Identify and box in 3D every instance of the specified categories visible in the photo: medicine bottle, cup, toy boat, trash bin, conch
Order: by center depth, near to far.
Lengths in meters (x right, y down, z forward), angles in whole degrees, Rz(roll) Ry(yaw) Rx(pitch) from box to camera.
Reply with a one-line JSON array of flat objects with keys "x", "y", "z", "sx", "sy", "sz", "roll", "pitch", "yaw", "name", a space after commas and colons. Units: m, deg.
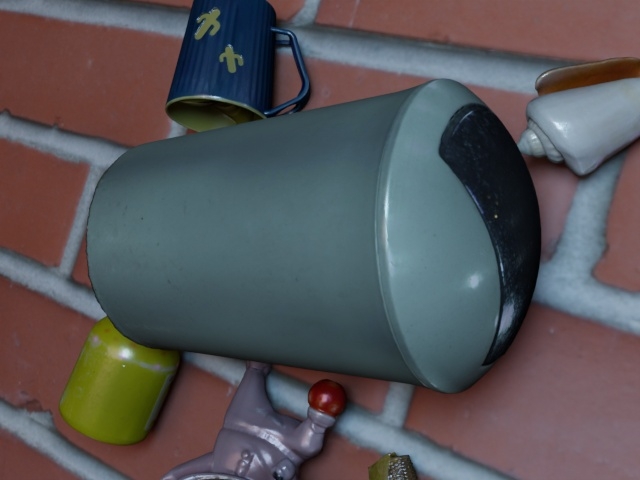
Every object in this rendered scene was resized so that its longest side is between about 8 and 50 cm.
[{"x": 0.269, "y": -0.131, "z": 0.729, "sx": 0.176, "sy": 0.094, "sz": 0.104, "roll": -36, "pitch": 23, "yaw": 15, "name": "conch"}, {"x": 0.000, "y": 0.000, "z": 0.758, "sx": 0.432, "sy": 0.280, "sz": 0.280, "roll": -2, "pitch": 80, "yaw": 33, "name": "trash bin"}, {"x": 0.089, "y": 0.294, "z": 0.776, "sx": 0.049, "sy": 0.047, "sz": 0.149, "roll": -24, "pitch": 69, "yaw": 24, "name": "toy boat"}, {"x": -0.098, "y": -0.222, "z": 0.951, "sx": 0.177, "sy": 0.131, "sz": 0.155, "roll": 5, "pitch": 78, "yaw": 1, "name": "cup"}, {"x": -0.235, "y": 0.138, "z": 0.952, "sx": 0.122, "sy": 0.122, "sz": 0.212, "roll": 27, "pitch": 94, "yaw": 31, "name": "medicine bottle"}]

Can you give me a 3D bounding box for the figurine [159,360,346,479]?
[{"x": -0.088, "y": 0.265, "z": 0.820, "sx": 0.176, "sy": 0.186, "sz": 0.287, "roll": 26, "pitch": 77, "yaw": 7, "name": "figurine"}]
